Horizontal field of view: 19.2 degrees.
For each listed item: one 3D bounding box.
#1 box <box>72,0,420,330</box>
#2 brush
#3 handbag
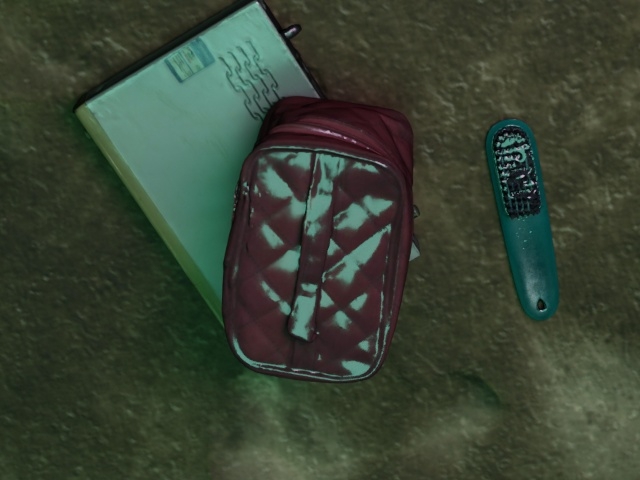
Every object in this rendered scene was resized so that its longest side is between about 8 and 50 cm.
[{"bbox_3d":[-0.056,-0.057,1.618,0.211,0.045,0.270,-31,110,11],"label":"box"},{"bbox_3d":[0.179,-0.013,1.647,0.043,0.032,0.193,-12,111,4],"label":"brush"},{"bbox_3d":[0.000,0.000,1.545,0.146,0.135,0.225,10,114,1],"label":"handbag"}]
